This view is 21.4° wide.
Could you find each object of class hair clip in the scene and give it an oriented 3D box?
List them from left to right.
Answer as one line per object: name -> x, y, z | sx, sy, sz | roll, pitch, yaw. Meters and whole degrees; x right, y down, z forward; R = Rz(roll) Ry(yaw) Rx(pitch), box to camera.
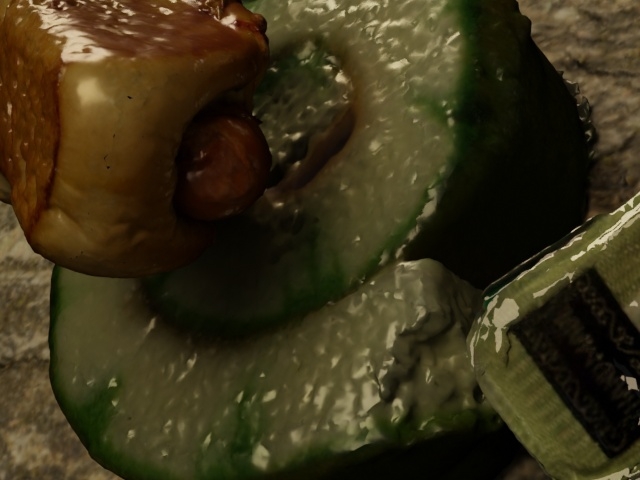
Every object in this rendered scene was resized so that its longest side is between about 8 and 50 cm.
hair clip -> 0.227, -0.003, 0.864 | 0.321, 0.091, 0.138 | -38, 86, 10

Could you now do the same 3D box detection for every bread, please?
bread -> 0.000, 0.000, 1.019 | 0.366, 0.129, 0.382 | -47, 45, 5

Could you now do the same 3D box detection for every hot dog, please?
hot dog -> -0.109, -0.076, 0.951 | 0.256, 0.153, 0.150 | 43, 125, 55
